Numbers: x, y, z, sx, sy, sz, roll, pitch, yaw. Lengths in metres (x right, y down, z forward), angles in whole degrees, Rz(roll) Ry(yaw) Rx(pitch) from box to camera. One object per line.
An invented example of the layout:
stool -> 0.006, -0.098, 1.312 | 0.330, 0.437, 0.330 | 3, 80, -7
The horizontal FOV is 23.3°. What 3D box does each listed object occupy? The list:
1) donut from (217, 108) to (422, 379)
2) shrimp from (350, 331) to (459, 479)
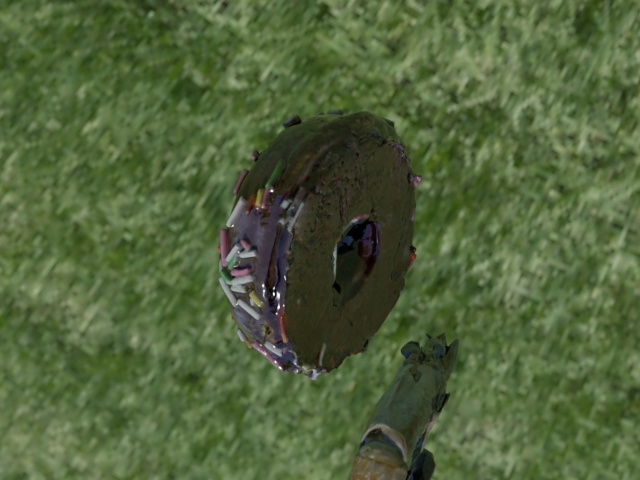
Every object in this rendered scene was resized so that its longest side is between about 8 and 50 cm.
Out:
donut -> 0.000, 0.000, 1.495 | 0.103, 0.269, 0.269 | 19, 142, 31
shrimp -> 0.099, 0.261, 1.849 | 0.085, 0.360, 0.247 | 11, 145, 16
